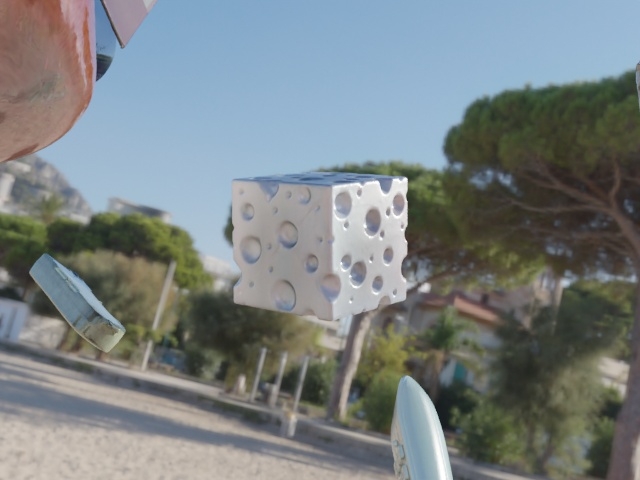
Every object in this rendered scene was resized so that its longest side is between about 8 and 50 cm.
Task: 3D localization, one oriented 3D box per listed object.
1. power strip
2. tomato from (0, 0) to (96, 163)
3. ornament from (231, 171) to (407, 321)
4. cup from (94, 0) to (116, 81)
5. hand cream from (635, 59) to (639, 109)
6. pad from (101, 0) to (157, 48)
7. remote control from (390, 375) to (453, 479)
[{"bbox_3d":[-0.351,0.090,1.268,0.080,0.048,0.286,43,-9,-34],"label":"power strip"},{"bbox_3d":[-0.352,-0.196,0.740,0.273,0.341,0.341,41,4,29],"label":"tomato"},{"bbox_3d":[0.000,0.000,1.636,0.239,0.240,0.240,6,11,39],"label":"ornament"},{"bbox_3d":[-0.386,-0.305,1.128,0.178,0.255,0.256,-25,11,2],"label":"cup"},{"bbox_3d":[0.314,-0.066,0.778,0.052,0.248,0.075,5,-27,1],"label":"hand cream"},{"bbox_3d":[-0.148,-0.312,0.598,0.005,0.202,0.300,3,-44,20],"label":"pad"},{"bbox_3d":[0.108,0.276,0.816,0.051,0.293,0.103,-7,-30,-3],"label":"remote control"}]
